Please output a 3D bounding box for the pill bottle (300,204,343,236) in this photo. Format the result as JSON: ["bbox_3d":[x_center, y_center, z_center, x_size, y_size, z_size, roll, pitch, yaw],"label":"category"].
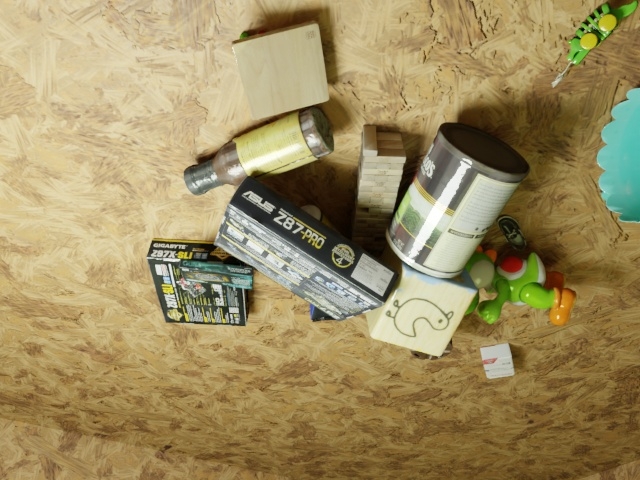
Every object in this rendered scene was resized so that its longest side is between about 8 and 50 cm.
[{"bbox_3d":[0.000,0.000,1.338,0.103,0.103,0.184,-22,133,23],"label":"pill bottle"}]

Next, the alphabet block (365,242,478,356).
[{"bbox_3d":[0.229,0.127,1.247,0.192,0.193,0.197,17,114,-8],"label":"alphabet block"}]

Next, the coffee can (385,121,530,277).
[{"bbox_3d":[0.288,-0.085,1.123,0.201,0.202,0.275,14,124,-14],"label":"coffee can"}]

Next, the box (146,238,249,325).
[{"bbox_3d":[-0.345,0.132,1.514,0.257,0.079,0.322,4,138,0],"label":"box"}]

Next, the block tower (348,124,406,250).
[{"bbox_3d":[0.128,-0.107,1.227,0.097,0.091,0.335,1,138,-1],"label":"block tower"}]

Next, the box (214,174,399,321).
[{"bbox_3d":[-0.051,0.041,1.221,0.394,0.097,0.318,32,157,-5],"label":"box"}]

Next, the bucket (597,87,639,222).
[{"bbox_3d":[0.709,-0.167,1.024,0.183,0.281,0.281,-3,138,0],"label":"bucket"}]

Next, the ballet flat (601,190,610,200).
[{"bbox_3d":[0.801,-0.100,1.218,0.247,0.087,0.083,-1,138,3],"label":"ballet flat"}]

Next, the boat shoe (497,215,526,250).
[{"bbox_3d":[0.502,-0.017,1.354,0.046,0.038,0.125,-25,132,26],"label":"boat shoe"}]

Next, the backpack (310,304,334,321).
[{"bbox_3d":[0.033,0.181,1.538,0.120,0.101,0.098,2,146,-7],"label":"backpack"}]

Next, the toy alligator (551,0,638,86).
[{"bbox_3d":[0.488,-0.372,0.957,0.051,0.056,0.190,50,132,10],"label":"toy alligator"}]

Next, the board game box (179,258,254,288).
[{"bbox_3d":[-0.269,0.090,1.358,0.186,0.026,0.126,8,159,-6],"label":"board game box"}]

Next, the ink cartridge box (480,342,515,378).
[{"bbox_3d":[0.625,0.426,1.827,0.099,0.056,0.135,-12,136,15],"label":"ink cartridge box"}]

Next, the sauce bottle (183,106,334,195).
[{"bbox_3d":[-0.144,-0.184,1.133,0.344,0.111,0.111,-17,135,19],"label":"sauce bottle"}]

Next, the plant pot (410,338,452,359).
[{"bbox_3d":[0.328,0.262,1.574,0.166,0.165,0.167,0,138,0],"label":"plant pot"}]

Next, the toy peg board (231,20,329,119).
[{"bbox_3d":[-0.079,-0.340,1.000,0.160,0.079,0.161,-16,138,-4],"label":"toy peg board"}]

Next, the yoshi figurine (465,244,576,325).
[{"bbox_3d":[0.478,0.144,1.413,0.362,0.203,0.203,14,156,2],"label":"yoshi figurine"}]
